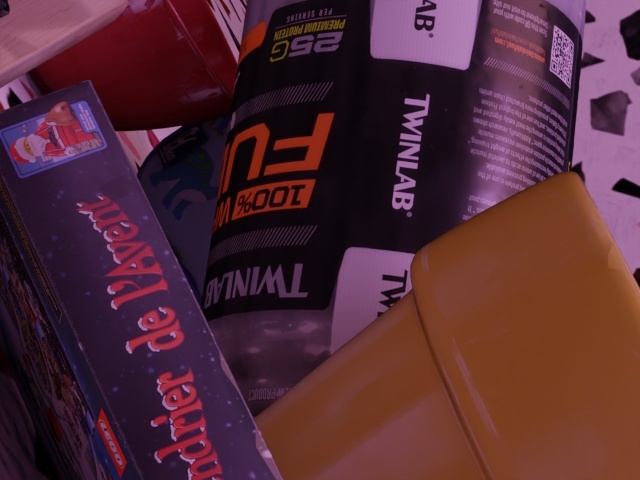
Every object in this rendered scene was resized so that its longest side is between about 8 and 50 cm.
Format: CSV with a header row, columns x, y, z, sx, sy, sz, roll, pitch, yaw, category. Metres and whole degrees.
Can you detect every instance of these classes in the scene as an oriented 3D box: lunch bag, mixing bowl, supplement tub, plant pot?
x,y,z,sx,sy,sz,roll,pitch,yaw,category
0.000,0.000,1.206,0.219,0.176,0.090,63,6,2,lunch bag
-0.127,-0.133,1.122,0.181,0.098,0.181,61,5,-10,mixing bowl
0.039,-0.013,1.043,0.193,0.194,0.316,49,45,-64,supplement tub
0.063,0.134,0.820,0.254,0.239,0.254,60,7,-13,plant pot

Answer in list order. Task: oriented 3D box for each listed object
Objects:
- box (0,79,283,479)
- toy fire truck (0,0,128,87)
x,y,z,sx,sy,sz,roll,pitch,yaw,category
-0.060,0.080,0.683,0.233,0.044,0.159,63,-20,15,box
-0.165,-0.118,0.618,0.217,0.158,0.246,62,-6,7,toy fire truck
